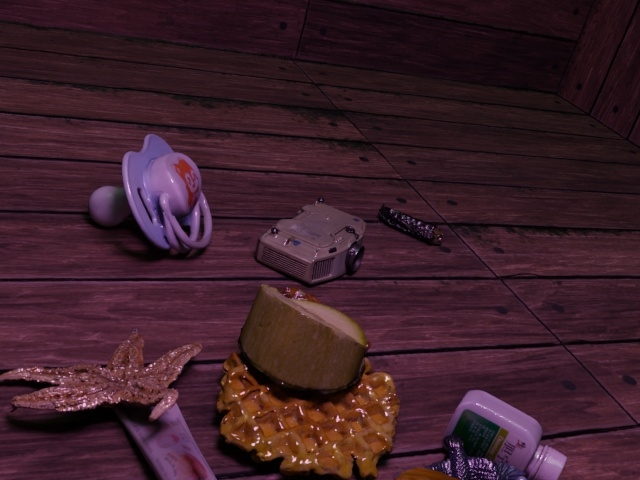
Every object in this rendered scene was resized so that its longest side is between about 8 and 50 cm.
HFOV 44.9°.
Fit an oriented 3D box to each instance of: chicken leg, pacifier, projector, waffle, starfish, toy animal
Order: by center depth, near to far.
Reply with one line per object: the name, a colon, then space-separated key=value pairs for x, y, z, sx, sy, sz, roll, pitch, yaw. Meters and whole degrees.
starfish: x=-0.312 y=0.211 z=1.195 sx=0.299 sy=0.060 sz=0.302 roll=4 pitch=14 yaw=22
toy animal: x=0.214 y=0.360 z=1.201 sx=0.220 sy=0.062 sz=0.108 roll=0 pitch=31 yaw=-2
waffle: x=-0.021 y=0.260 z=1.258 sx=0.302 sy=0.068 sz=0.325 roll=17 pitch=26 yaw=0
chicken leg: x=-0.005 y=0.157 z=1.436 sx=0.208 sy=0.085 sz=0.101 roll=29 pitch=-4 yaw=10
pacifier: x=-0.368 y=-0.079 z=1.602 sx=0.233 sy=0.244 sz=0.299 roll=-12 pitch=20 yaw=13
projector: x=0.000 y=0.000 z=1.714 sx=0.194 sy=0.088 sz=0.269 roll=23 pitch=29 yaw=19

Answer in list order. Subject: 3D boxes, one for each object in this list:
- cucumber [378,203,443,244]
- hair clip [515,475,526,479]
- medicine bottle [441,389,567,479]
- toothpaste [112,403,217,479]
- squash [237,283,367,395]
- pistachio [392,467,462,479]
cucumber: x=0.223 y=-0.040 z=1.944 sx=0.182 sy=0.053 sz=0.053 roll=26 pitch=29 yaw=22
hair clip: x=0.356 y=0.434 z=0.936 sx=0.319 sy=0.392 sz=0.238 roll=12 pitch=3 yaw=-4
medicine bottle: x=0.295 y=0.327 z=1.244 sx=0.183 sy=0.119 sz=0.069 roll=27 pitch=27 yaw=16
toothpaste: x=-0.205 y=0.304 z=1.088 sx=0.100 sy=0.066 sz=0.323 roll=-6 pitch=26 yaw=-30
squash: x=-0.018 y=0.144 z=1.281 sx=0.220 sy=0.133 sz=0.220 roll=16 pitch=18 yaw=-5
pistachio: x=0.186 y=0.389 z=1.104 sx=0.189 sy=0.100 sz=0.110 roll=17 pitch=8 yaw=5
